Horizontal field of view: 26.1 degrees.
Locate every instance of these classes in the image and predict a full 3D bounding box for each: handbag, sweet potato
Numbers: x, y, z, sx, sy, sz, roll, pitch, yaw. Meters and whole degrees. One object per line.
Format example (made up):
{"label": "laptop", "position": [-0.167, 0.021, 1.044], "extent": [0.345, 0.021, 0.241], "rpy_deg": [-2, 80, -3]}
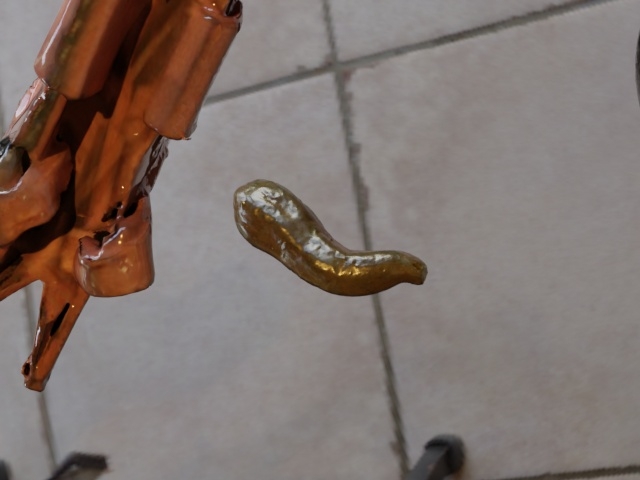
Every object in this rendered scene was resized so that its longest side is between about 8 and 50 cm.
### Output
{"label": "handbag", "position": [-0.040, -0.076, 0.392], "extent": [0.059, 0.157, 0.212], "rpy_deg": [27, 114, -12]}
{"label": "sweet potato", "position": [-0.002, 0.006, 1.458], "extent": [0.233, 0.062, 0.081], "rpy_deg": [28, 80, 18]}

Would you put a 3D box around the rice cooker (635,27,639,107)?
{"label": "rice cooker", "position": [0.379, -0.136, 1.055], "extent": [0.280, 0.227, 0.241], "rpy_deg": [42, 128, 21]}
